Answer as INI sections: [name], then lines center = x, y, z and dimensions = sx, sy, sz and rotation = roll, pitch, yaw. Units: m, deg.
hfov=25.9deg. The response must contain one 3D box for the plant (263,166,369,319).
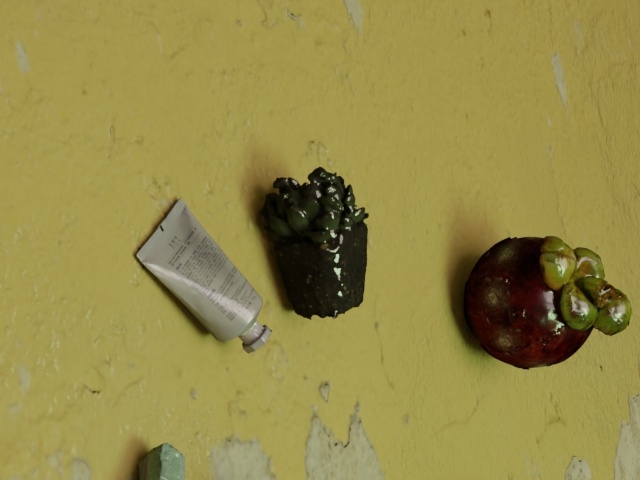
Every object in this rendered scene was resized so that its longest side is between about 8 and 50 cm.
[plant]
center = 0.000, 0.000, 1.325
dimensions = 0.092, 0.094, 0.143
rotation = -22, 105, -45

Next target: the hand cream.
[hand cream]
center = -0.097, 0.039, 1.218
dimensions = 0.142, 0.053, 0.084
rotation = 49, 42, -16

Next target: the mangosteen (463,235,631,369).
[mangosteen]
center = 0.259, 0.066, 1.609
dimensions = 0.166, 0.180, 0.166
rotation = 22, 60, -43

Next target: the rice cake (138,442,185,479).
[rice cake]
center = -0.128, 0.249, 1.075
dimensions = 0.033, 0.033, 0.208
rotation = 30, 40, -29
